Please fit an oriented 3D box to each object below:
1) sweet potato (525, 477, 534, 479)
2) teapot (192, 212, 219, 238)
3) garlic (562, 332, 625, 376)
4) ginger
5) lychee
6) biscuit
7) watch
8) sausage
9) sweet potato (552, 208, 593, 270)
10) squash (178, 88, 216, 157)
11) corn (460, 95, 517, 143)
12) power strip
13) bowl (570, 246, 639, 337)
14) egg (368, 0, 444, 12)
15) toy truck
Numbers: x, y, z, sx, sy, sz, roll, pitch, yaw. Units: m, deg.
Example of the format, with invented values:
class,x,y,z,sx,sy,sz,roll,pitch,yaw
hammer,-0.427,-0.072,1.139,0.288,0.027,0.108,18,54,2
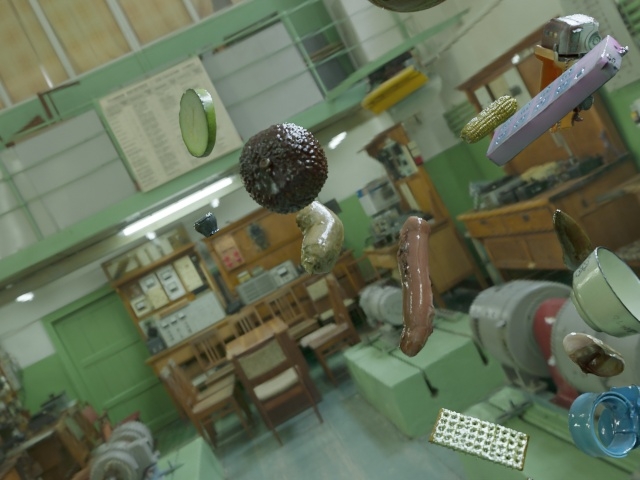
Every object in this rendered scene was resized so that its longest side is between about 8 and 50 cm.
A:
class,x,y,z,sx,sy,sz,roll,pitch,yaw
sweet potato,0.515,0.599,1.484,0.074,0.075,0.269,-27,4,8
teapot,-0.305,-0.039,1.784,0.066,0.057,0.088,-31,10,-1
garlic,0.738,0.315,1.772,0.099,0.174,0.124,-56,12,11
ginger,0.000,0.000,2.021,0.152,0.267,0.138,1,-39,-7
lychee,-0.073,-0.151,1.363,0.194,0.194,0.194,-27,2,1
biscuit,0.398,0.496,1.648,0.231,0.016,0.139,14,29,18
watch,0.768,0.482,1.765,0.193,0.211,0.211,6,-9,-19
sausage,0.199,0.092,1.388,0.078,0.304,0.078,1,-18,0
sweet potato,0.700,0.023,1.816,0.079,0.108,0.346,-26,-31,10
squash,-0.387,-0.369,2.083,0.041,0.219,0.219,-12,-6,-33
corn,0.561,-0.402,2.181,0.238,0.080,0.080,-36,5,-16
power strip,0.386,-0.227,1.106,0.279,0.037,0.109,-43,9,45
bowl,0.716,0.145,1.643,0.126,0.238,0.238,-41,-5,32
egg,0.218,-0.683,1.538,0.351,0.283,0.282,-32,4,-31
toy truck,0.609,-0.418,1.650,0.135,0.270,0.114,-11,30,-14
